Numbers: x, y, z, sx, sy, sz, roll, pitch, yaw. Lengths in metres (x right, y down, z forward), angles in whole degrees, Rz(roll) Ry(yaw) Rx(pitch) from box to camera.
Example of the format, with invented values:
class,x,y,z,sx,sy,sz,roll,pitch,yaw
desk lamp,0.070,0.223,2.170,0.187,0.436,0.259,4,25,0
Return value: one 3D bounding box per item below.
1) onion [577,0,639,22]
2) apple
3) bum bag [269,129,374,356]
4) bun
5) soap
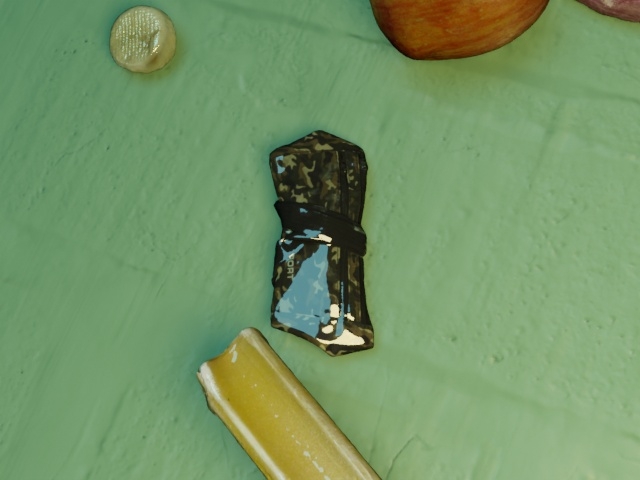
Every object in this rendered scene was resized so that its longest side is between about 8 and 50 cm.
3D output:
class,x,y,z,sx,sy,sz,roll,pitch,yaw
onion,0.368,-0.327,1.209,0.283,0.120,0.227,37,89,27
apple,0.138,-0.292,1.219,0.188,0.211,0.211,-13,65,9
bum bag,-0.001,0.000,1.226,0.102,0.069,0.248,6,65,-18
bun,-0.205,-0.235,1.398,0.086,0.055,0.086,-5,78,26
soap,0.002,0.222,1.080,0.089,0.173,0.274,-38,63,-8
